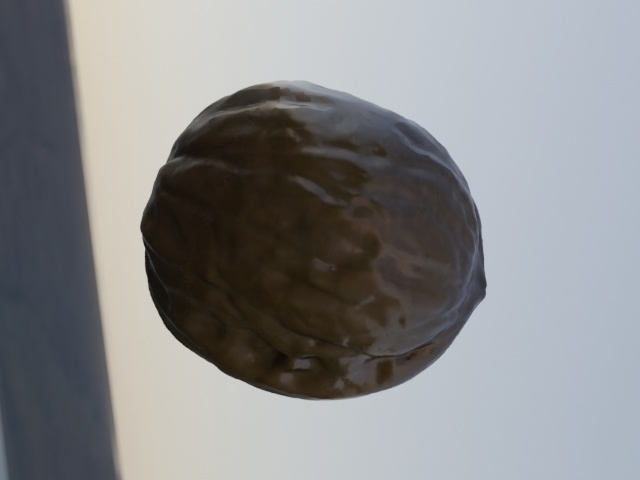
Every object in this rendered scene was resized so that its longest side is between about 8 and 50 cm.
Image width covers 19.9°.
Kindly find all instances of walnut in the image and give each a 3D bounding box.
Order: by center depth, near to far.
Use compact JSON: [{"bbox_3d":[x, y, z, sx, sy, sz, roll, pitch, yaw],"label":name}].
[{"bbox_3d":[0.000,0.000,1.114,0.213,0.213,0.213,173,-90,-80],"label":"walnut"}]
